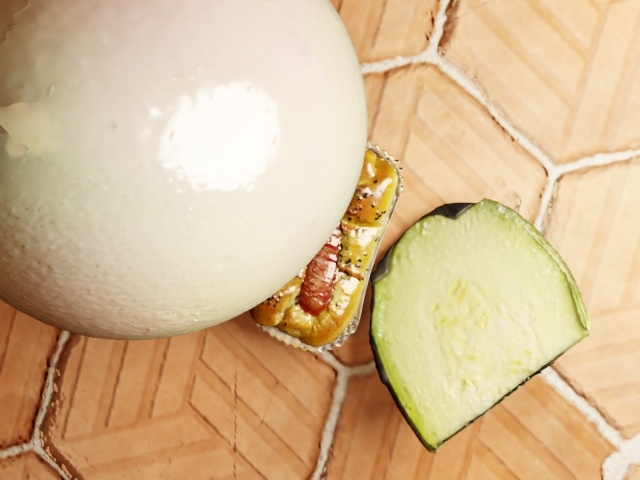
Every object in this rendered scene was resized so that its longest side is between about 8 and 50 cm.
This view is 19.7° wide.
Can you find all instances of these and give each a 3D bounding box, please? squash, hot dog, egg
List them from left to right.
[{"bbox_3d":[-0.169,-0.095,1.426,0.354,0.340,0.355,1,92,19],"label":"egg"},{"bbox_3d":[0.000,0.000,1.577,0.108,0.059,0.191,20,99,6],"label":"hot dog"},{"bbox_3d":[0.137,0.062,1.559,0.192,0.085,0.184,-38,59,20],"label":"squash"}]
